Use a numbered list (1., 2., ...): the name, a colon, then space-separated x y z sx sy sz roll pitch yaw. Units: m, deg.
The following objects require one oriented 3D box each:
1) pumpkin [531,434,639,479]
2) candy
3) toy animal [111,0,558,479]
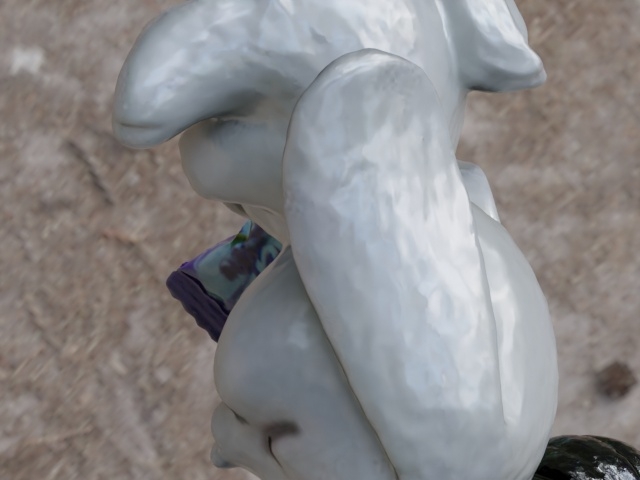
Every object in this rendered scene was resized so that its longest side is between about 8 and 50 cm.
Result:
1. pumpkin: 0.139 0.206 1.072 0.150 0.194 0.194 2 57 20
2. candy: 0.000 0.000 1.442 0.145 0.275 0.070 45 30 4
3. toy animal: 0.029 0.019 0.934 0.206 0.272 0.265 -14 76 9
